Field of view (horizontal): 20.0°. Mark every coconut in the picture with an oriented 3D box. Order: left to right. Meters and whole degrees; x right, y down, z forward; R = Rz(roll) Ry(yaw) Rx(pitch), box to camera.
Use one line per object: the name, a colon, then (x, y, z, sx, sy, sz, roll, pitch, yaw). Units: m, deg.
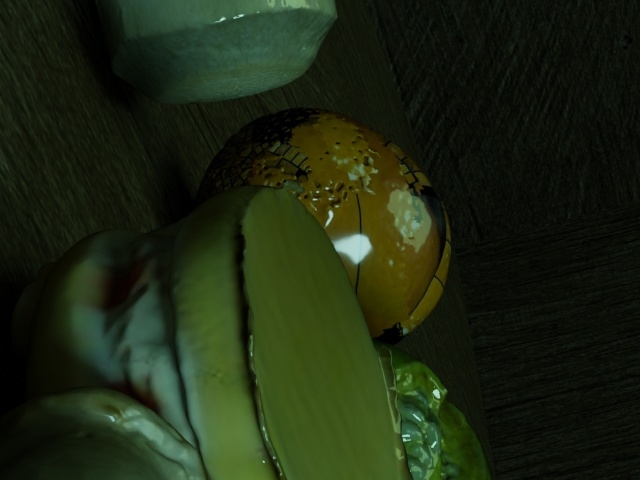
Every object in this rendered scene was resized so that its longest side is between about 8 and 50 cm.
coconut: (-0.092, -0.227, 1.460, 0.202, 0.202, 0.222, 13, 66, -80)

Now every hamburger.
hamburger: (-0.068, 0.101, 1.108, 0.303, 0.186, 0.261, -49, 123, -67)

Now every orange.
orange: (0.000, 0.000, 1.567, 0.182, 0.234, 0.234, -62, 141, -48)

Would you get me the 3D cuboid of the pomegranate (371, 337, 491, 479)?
pomegranate: (-0.008, 0.206, 1.323, 0.302, 0.236, 0.236, -57, 141, -34)

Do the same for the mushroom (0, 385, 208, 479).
mushroom: (-0.124, 0.190, 0.767, 0.407, 0.137, 0.154, -82, 180, -75)
